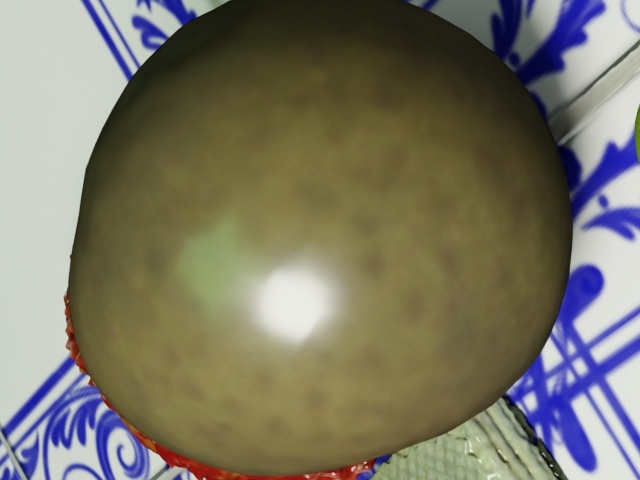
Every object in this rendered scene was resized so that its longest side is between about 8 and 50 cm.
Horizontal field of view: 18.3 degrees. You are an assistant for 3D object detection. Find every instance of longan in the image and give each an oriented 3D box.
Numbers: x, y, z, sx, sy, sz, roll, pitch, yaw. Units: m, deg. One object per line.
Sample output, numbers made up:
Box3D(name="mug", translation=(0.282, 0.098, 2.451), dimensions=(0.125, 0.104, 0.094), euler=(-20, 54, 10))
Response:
Box3D(name="longan", translation=(0.000, 0.000, 0.999), dimensions=(0.258, 0.258, 0.258), euler=(24, 124, 42))

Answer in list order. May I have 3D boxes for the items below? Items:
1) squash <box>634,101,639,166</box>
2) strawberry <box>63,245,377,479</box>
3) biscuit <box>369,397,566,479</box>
Box3D(name="squash", translation=(0.202, 0.010, 0.913), dimensions=(0.066, 0.066, 0.201), euler=(-18, 99, 52))
Box3D(name="strawberry", translation=(-0.090, 0.075, 1.232), dimensions=(0.306, 0.138, 0.233), euler=(-30, 84, 50))
Box3D(name="biscuit", translation=(0.117, 0.219, 1.117), dimensions=(0.252, 0.052, 0.150), euler=(56, 140, 15))
